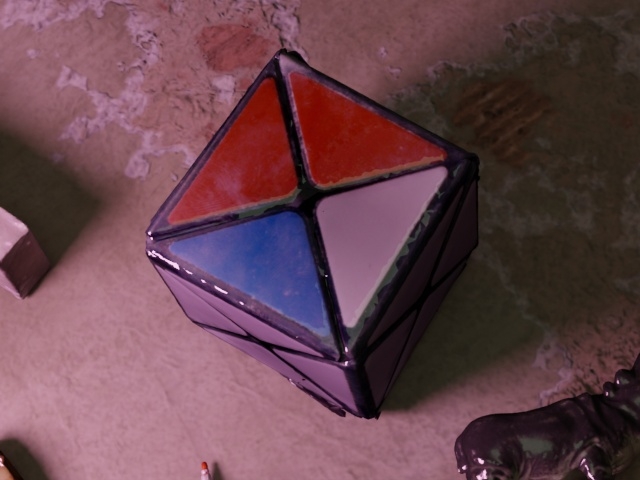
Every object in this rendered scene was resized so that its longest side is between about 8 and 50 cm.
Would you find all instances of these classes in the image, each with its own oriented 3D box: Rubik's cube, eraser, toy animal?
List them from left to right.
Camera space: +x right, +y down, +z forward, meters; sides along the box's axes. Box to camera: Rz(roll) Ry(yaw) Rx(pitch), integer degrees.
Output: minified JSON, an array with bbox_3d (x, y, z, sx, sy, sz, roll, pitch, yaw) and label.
[{"bbox_3d":[-0.520,-0.055,1.789,0.343,0.144,0.078,32,73,15],"label":"eraser"},{"bbox_3d":[0.000,0.000,1.655,0.305,0.310,0.307,28,74,16],"label":"Rubik's cube"},{"bbox_3d":[0.332,0.244,1.648,0.343,0.106,0.168,-23,62,-12],"label":"toy animal"}]

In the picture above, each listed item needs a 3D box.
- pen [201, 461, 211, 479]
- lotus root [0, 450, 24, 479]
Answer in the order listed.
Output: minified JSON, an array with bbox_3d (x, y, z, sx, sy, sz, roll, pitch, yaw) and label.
[{"bbox_3d":[-0.128,0.379,1.664,0.026,0.026,0.218,-11,69,-1],"label":"pen"},{"bbox_3d":[-0.407,0.387,1.652,0.170,0.074,0.261,20,70,10],"label":"lotus root"}]
